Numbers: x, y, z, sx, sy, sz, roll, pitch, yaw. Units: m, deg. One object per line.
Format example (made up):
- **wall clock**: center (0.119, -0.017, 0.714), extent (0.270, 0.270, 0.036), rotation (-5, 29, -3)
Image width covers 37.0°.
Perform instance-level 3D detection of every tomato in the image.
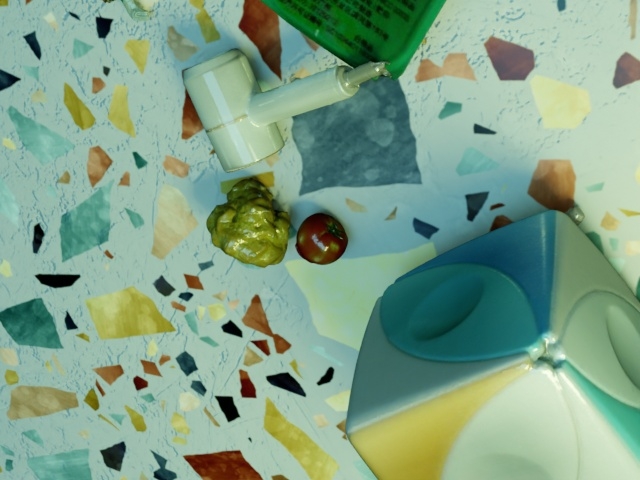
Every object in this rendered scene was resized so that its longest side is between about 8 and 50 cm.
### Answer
- **tomato**: center (0.000, 0.000, 1.537), extent (0.087, 0.087, 0.075), rotation (45, 125, -3)

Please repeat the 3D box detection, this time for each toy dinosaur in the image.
- **toy dinosaur**: center (-0.342, -0.421, 1.506), extent (0.187, 0.044, 0.106), rotation (25, 136, 8)

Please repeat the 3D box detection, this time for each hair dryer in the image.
- **hair dryer**: center (-0.040, -0.222, 1.404), extent (0.357, 0.107, 0.173), rotation (-12, 110, 39)

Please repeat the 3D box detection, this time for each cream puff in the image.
- **cream puff**: center (-0.107, -0.031, 1.544), extent (0.146, 0.146, 0.116), rotation (24, 103, 10)

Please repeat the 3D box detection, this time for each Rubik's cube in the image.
- **Rubik's cube**: center (0.275, 0.213, 1.344), extent (0.347, 0.352, 0.352), rotation (-28, 111, 31)

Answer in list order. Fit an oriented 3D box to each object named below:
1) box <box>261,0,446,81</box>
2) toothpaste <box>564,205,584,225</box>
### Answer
- **box**: center (0.076, -0.410, 1.285), extent (0.264, 0.106, 0.337), rotation (35, 130, 3)
- **toothpaste**: center (0.307, 0.036, 1.454), extent (0.078, 0.047, 0.248), rotation (41, 124, -1)
